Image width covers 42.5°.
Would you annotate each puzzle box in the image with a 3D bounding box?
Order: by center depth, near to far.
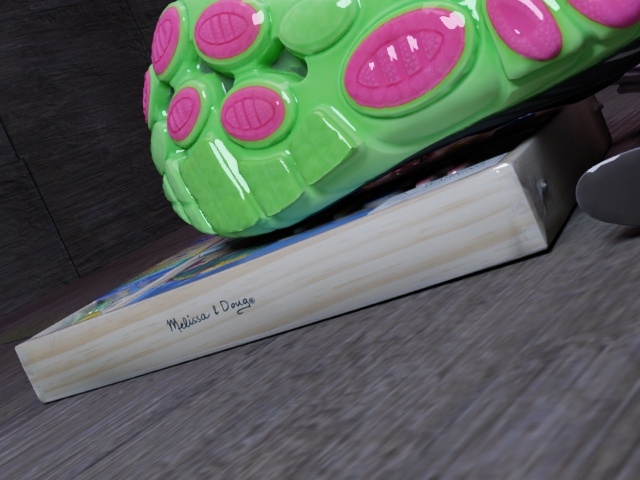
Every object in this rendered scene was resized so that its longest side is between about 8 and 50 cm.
[{"bbox_3d":[0.000,0.000,0.623,0.408,0.052,0.272,-20,8,30],"label":"puzzle box"}]

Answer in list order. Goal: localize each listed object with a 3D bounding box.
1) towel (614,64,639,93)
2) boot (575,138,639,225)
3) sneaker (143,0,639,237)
[{"bbox_3d":[0.343,-0.208,0.579,0.285,0.034,0.209,-48,27,-15],"label":"towel"},{"bbox_3d":[0.171,-0.040,0.415,0.106,0.037,0.114,-10,12,6],"label":"boot"},{"bbox_3d":[0.057,-0.116,0.548,0.482,0.185,0.202,-14,-6,40],"label":"sneaker"}]
